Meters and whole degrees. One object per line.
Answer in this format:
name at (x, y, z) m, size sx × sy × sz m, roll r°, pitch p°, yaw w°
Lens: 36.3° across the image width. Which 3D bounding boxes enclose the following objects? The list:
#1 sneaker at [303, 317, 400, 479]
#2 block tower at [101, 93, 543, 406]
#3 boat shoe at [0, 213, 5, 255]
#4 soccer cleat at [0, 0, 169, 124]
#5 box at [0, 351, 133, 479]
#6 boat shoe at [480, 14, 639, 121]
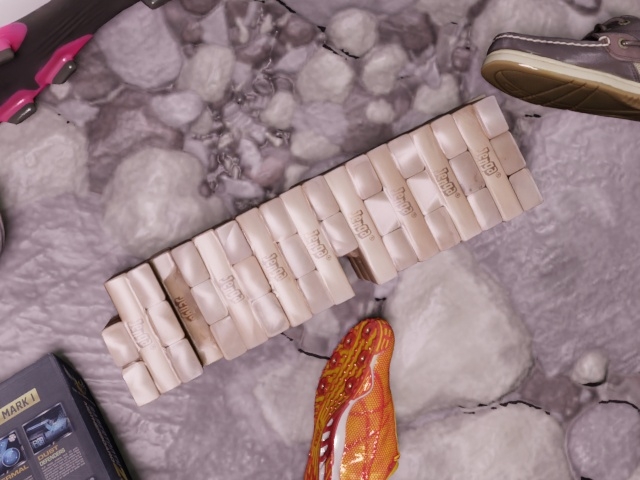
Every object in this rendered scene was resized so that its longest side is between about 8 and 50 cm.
sneaker at (0.031, 0.144, 0.752) m, size 0.067 × 0.064 × 0.175 m, roll 10°, pitch 96°, yaw -27°
block tower at (0.000, 0.000, 0.718) m, size 0.335 × 0.097 × 0.091 m, roll -27°, pitch 96°, yaw -7°
boat shoe at (-0.361, 0.067, 0.652) m, size 0.324 × 0.116 × 0.123 m, roll -43°, pitch 97°, yaw 4°
soccer cleat at (-0.220, -0.182, 0.689) m, size 0.331 × 0.116 × 0.143 m, roll -35°, pitch 73°, yaw -3°
box at (-0.239, 0.213, 0.664) m, size 0.233 × 0.059 × 0.183 m, roll -32°, pitch 58°, yaw -6°
boat shoe at (0.231, -0.137, 0.755) m, size 0.223 × 0.080 × 0.073 m, roll 9°, pitch 85°, yaw -13°
